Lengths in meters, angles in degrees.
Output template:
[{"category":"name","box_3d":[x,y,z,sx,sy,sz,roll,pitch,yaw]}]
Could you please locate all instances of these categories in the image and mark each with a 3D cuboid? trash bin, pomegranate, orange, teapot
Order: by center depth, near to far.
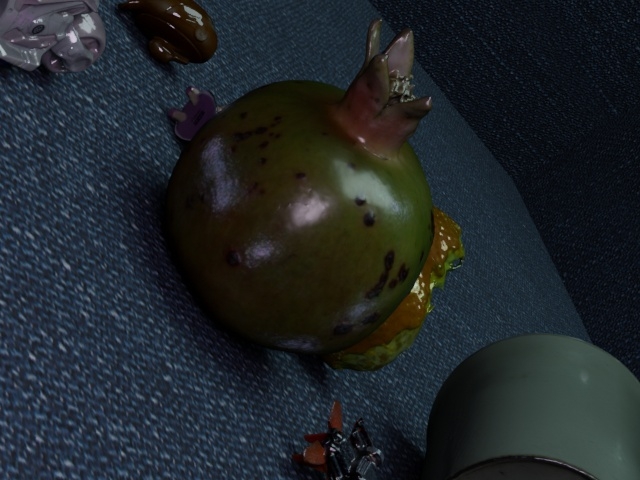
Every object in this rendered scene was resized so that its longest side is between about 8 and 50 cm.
[{"category":"pomegranate","box_3d":[0.012,-0.047,1.449,0.291,0.323,0.291,50,9,-11]},{"category":"trash bin","box_3d":[0.239,0.277,1.614,0.280,0.280,0.432,56,16,-4]},{"category":"orange","box_3d":[0.057,0.035,1.675,0.158,0.179,0.237,50,43,-7]},{"category":"teapot","box_3d":[-0.185,-0.254,1.764,0.129,0.078,0.098,39,-19,-28]}]

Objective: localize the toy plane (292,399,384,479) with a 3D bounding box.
[{"category":"toy plane","box_3d":[0.042,0.254,1.432,0.189,0.061,0.130,56,37,-17]}]

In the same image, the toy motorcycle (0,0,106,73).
[{"category":"toy motorcycle","box_3d":[-0.267,-0.216,1.310,0.112,0.112,0.254,62,16,20]}]

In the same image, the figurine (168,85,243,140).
[{"category":"figurine","box_3d":[-0.090,-0.113,1.708,0.115,0.095,0.156,53,13,33]}]
